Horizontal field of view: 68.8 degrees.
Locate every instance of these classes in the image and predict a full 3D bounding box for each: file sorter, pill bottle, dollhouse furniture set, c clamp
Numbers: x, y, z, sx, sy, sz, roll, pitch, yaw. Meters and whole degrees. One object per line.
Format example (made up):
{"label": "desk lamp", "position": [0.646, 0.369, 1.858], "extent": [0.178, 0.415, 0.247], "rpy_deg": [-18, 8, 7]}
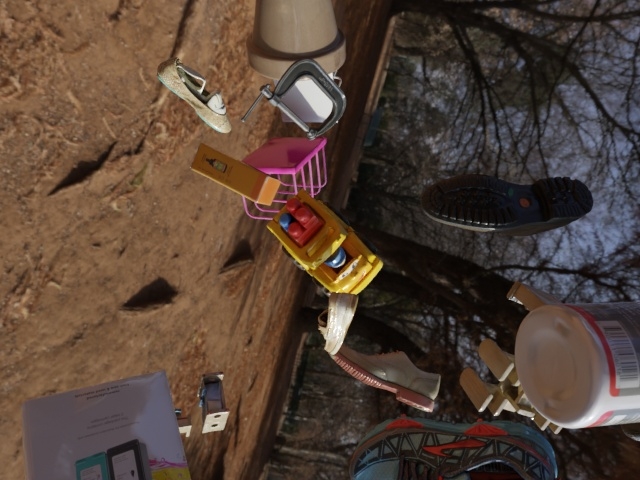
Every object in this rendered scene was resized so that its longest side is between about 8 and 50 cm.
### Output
{"label": "file sorter", "position": [-0.112, -0.205, 1.517], "extent": [0.291, 0.202, 0.182], "rpy_deg": [-56, 145, -54]}
{"label": "pill bottle", "position": [0.440, 0.166, 0.652], "extent": [0.161, 0.283, 0.161], "rpy_deg": [-179, -90, -76]}
{"label": "dollhouse furniture set", "position": [0.423, 0.235, 0.960], "extent": [0.242, 0.212, 0.161], "rpy_deg": [-63, -160, 16]}
{"label": "file sorter", "position": [-0.036, -0.554, 1.533], "extent": [0.278, 0.192, 0.173], "rpy_deg": [80, 20, -47]}
{"label": "c clamp", "position": [-0.033, -0.214, 0.747], "extent": [0.137, 0.160, 0.022], "rpy_deg": [-54, -132, 11]}
{"label": "dollhouse furniture set", "position": [-0.374, 0.480, 1.363], "extent": [0.129, 0.183, 0.129], "rpy_deg": [113, -33, -42]}

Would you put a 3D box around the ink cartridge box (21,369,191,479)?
{"label": "ink cartridge box", "position": [-0.314, 0.371, 0.689], "extent": [0.198, 0.197, 0.270], "rpy_deg": [-50, -126, 45]}

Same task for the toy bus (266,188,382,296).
{"label": "toy bus", "position": [0.000, 0.000, 0.944], "extent": [0.149, 0.220, 0.211], "rpy_deg": [-45, 157, 0]}

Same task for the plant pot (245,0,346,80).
{"label": "plant pot", "position": [-0.064, -0.562, 1.164], "extent": [0.229, 0.263, 0.263], "rpy_deg": [90, 10, -48]}

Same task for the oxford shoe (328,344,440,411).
{"label": "oxford shoe", "position": [0.220, 0.439, 1.612], "extent": [0.147, 0.397, 0.140], "rpy_deg": [-63, 178, -18]}

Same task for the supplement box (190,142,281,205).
{"label": "supplement box", "position": [-0.224, -0.173, 1.219], "extent": [0.078, 0.233, 0.080], "rpy_deg": [-65, 161, 8]}

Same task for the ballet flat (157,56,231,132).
{"label": "ballet flat", "position": [-0.267, -0.326, 1.048], "extent": [0.067, 0.206, 0.073], "rpy_deg": [-31, -142, 30]}

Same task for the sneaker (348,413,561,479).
{"label": "sneaker", "position": [0.150, 0.284, 0.574], "extent": [0.125, 0.261, 0.104], "rpy_deg": [-21, 96, -71]}

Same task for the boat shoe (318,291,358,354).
{"label": "boat shoe", "position": [0.025, 0.152, 0.881], "extent": [0.063, 0.059, 0.170], "rpy_deg": [-68, 175, -48]}

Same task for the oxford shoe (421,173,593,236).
{"label": "oxford shoe", "position": [0.248, -0.037, 0.656], "extent": [0.096, 0.227, 0.083], "rpy_deg": [104, -12, -68]}

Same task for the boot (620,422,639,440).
{"label": "boot", "position": [0.843, 0.505, 1.149], "extent": [0.091, 0.263, 0.229], "rpy_deg": [-18, -92, 51]}
